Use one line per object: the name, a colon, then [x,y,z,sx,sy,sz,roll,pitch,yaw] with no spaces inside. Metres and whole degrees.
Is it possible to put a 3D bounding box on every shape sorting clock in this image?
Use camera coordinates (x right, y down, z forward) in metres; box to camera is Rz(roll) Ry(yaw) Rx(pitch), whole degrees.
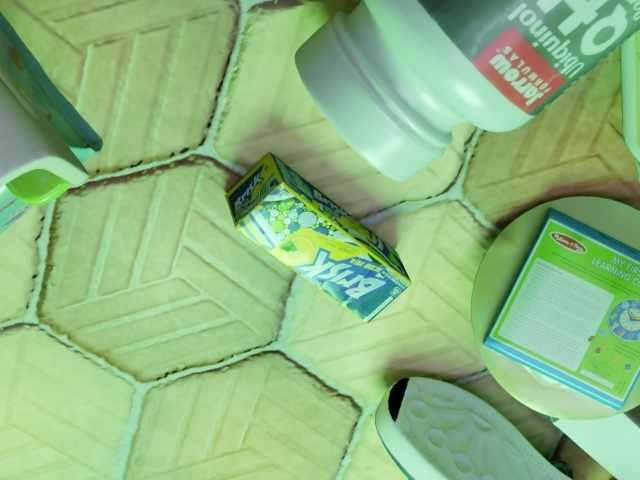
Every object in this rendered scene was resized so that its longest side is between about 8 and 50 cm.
shape sorting clock: [0.240,0.062,1.082,0.206,0.040,0.206,0,95,-1]

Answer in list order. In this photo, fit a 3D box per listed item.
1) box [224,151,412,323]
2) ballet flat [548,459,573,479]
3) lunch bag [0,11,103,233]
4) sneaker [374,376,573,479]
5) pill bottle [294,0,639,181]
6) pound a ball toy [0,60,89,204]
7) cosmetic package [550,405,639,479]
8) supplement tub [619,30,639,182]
box: [0.000,0.000,1.014,0.059,0.054,0.169,-43,123,15]
ballet flat: [0.273,0.312,1.303,0.070,0.070,0.188,-22,129,1]
lunch bag: [-0.318,-0.097,0.793,0.223,0.160,0.262,-38,91,13]
sneaker: [0.141,0.297,1.217,0.323,0.130,0.236,35,133,-9]
pill bottle: [0.138,-0.190,0.835,0.318,0.176,0.176,-40,125,19]
pound a ball toy: [-0.284,-0.064,0.638,0.208,0.136,0.319,-38,83,0]
cosmetic package: [0.304,0.194,1.205,0.060,0.099,0.239,-40,124,14]
supplement tub: [0.314,-0.136,0.946,0.144,0.144,0.199,-16,127,-4]
